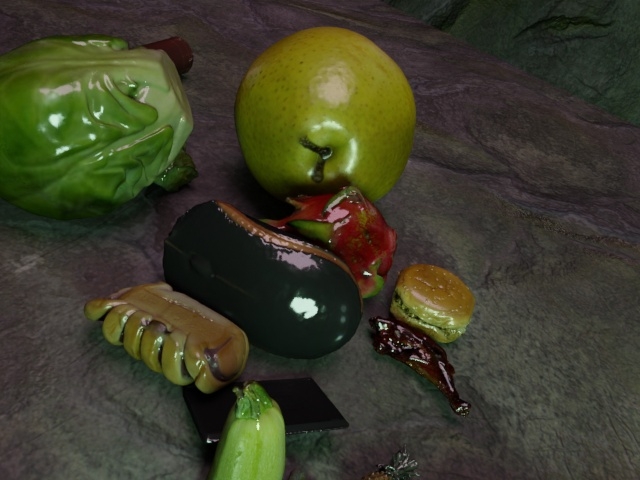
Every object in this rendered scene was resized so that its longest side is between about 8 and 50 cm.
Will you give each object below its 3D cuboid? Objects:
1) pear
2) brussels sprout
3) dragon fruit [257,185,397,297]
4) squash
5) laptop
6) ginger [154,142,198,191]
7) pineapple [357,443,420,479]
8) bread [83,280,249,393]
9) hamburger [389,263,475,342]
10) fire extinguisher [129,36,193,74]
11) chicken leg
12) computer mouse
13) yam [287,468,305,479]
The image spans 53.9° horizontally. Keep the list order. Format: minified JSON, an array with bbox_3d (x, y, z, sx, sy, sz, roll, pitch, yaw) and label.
[{"bbox_3d":[0.011,-0.237,1.254,0.362,0.362,0.418,12,30,-10],"label":"pear"},{"bbox_3d":[-0.388,-0.195,1.043,0.355,0.289,0.281,-25,48,-11],"label":"brussels sprout"},{"bbox_3d":[-0.003,0.014,1.062,0.269,0.200,0.198,-12,51,4],"label":"dragon fruit"},{"bbox_3d":[-0.083,0.227,0.689,0.094,0.224,0.094,7,37,-5],"label":"squash"},{"bbox_3d":[-0.074,0.219,0.833,0.197,0.016,0.135,1,15,-25],"label":"laptop"},{"bbox_3d":[-0.343,-0.199,1.259,0.137,0.089,0.290,-17,50,-15],"label":"ginger"},{"bbox_3d":[0.084,0.310,0.809,0.058,0.058,0.124,35,24,21],"label":"pineapple"},{"bbox_3d":[-0.208,0.130,0.871,0.225,0.081,0.134,25,23,21],"label":"bread"},{"bbox_3d":[0.195,0.104,1.101,0.147,0.083,0.138,28,32,7],"label":"hamburger"},{"bbox_3d":[-0.421,-0.414,1.511,0.105,0.105,0.269,29,36,14],"label":"fire extinguisher"},{"bbox_3d":[0.158,0.190,0.996,0.219,0.048,0.089,39,43,26],"label":"chicken leg"},{"bbox_3d":[-0.093,0.063,0.938,0.323,0.183,0.116,24,12,7],"label":"computer mouse"},{"bbox_3d":[-0.052,0.353,0.694,0.027,0.029,0.234,28,35,-6],"label":"yam"}]
